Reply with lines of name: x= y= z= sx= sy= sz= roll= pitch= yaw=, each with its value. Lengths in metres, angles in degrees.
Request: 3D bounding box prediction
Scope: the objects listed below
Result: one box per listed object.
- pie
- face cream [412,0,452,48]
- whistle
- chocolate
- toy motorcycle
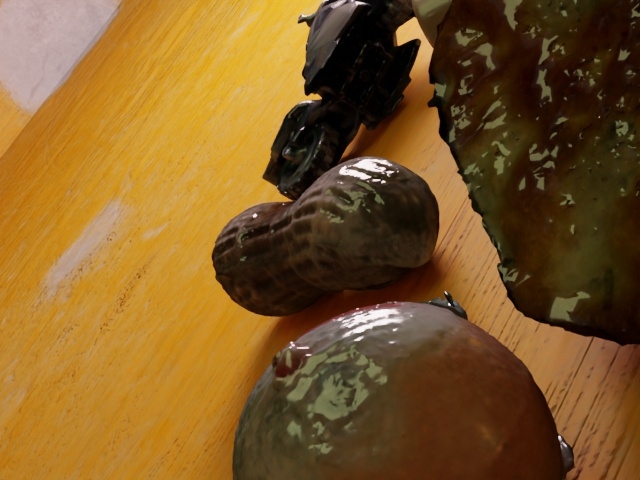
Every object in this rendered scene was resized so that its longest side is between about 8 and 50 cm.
pie: x=0.203 y=-0.097 z=0.714 sx=0.288 sy=0.103 sz=0.355 roll=-39 pitch=55 yaw=30
face cream: x=0.241 y=-0.266 z=1.082 sx=0.341 sy=0.084 sz=0.137 roll=-29 pitch=19 yaw=23
whistle: x=0.038 y=0.097 z=0.752 sx=0.189 sy=0.189 sz=0.348 roll=-41 pitch=13 yaw=14
chocolate: x=0.000 y=0.000 z=1.028 sx=0.248 sy=0.110 sz=0.110 roll=-19 pitch=36 yaw=43
toy motorcycle: x=0.021 y=-0.165 z=1.258 sx=0.270 sy=0.106 sz=0.159 roll=-60 pitch=20 yaw=-2
